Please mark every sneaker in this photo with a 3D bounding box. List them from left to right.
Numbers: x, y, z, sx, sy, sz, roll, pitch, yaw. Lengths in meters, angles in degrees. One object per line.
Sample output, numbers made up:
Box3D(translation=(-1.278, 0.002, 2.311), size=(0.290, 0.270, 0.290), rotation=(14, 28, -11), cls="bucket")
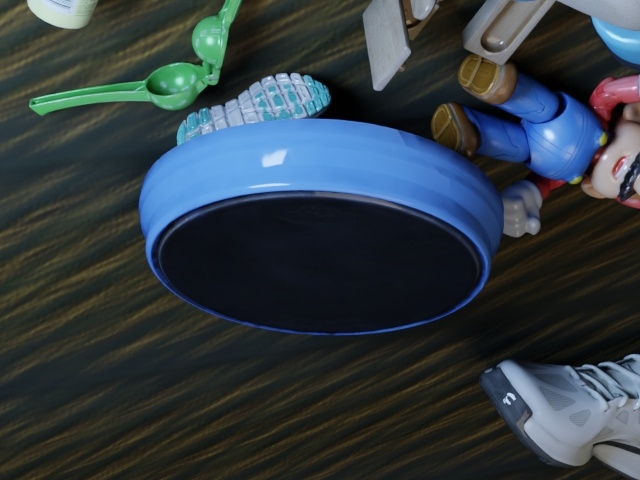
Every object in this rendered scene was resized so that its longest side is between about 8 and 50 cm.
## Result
Box3D(translation=(-0.064, -0.120, 1.693), size=(0.166, 0.065, 0.076), rotation=(-18, 153, 11), cls="sneaker")
Box3D(translation=(0.414, 0.179, 2.201), size=(0.257, 0.169, 0.447), rotation=(-47, 143, 19), cls="sneaker")

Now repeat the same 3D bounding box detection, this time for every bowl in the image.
Box3D(translation=(0.000, 0.000, 1.734), size=(0.391, 0.077, 0.391), rotation=(2, 154, 1), cls="bowl")

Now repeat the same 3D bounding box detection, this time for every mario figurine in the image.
Box3D(translation=(0.294, -0.099, 1.763), size=(0.320, 0.170, 0.198), rotation=(13, 154, -27), cls="mario figurine")

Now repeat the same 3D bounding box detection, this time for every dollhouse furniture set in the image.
Box3D(translation=(0.147, -0.207, 1.586), size=(0.151, 0.123, 0.144), rotation=(22, 128, -23), cls="dollhouse furniture set")

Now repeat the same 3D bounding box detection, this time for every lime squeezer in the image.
Box3D(translation=(-0.137, -0.195, 1.583), size=(0.310, 0.059, 0.110), rotation=(-36, 109, 24), cls="lime squeezer")

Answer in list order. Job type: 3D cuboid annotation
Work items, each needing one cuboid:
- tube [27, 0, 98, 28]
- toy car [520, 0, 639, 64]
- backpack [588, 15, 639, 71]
Box3D(translation=(-0.193, -0.298, 1.422), size=(0.070, 0.062, 0.240), rotation=(-43, 165, -53), cls="tube")
Box3D(translation=(0.194, -0.276, 1.067), size=(0.238, 0.210, 0.219), rotation=(-57, 150, 1), cls="toy car")
Box3D(translation=(0.481, -0.267, 1.581), size=(0.355, 0.273, 0.290), rotation=(-26, 179, -17), cls="backpack")
